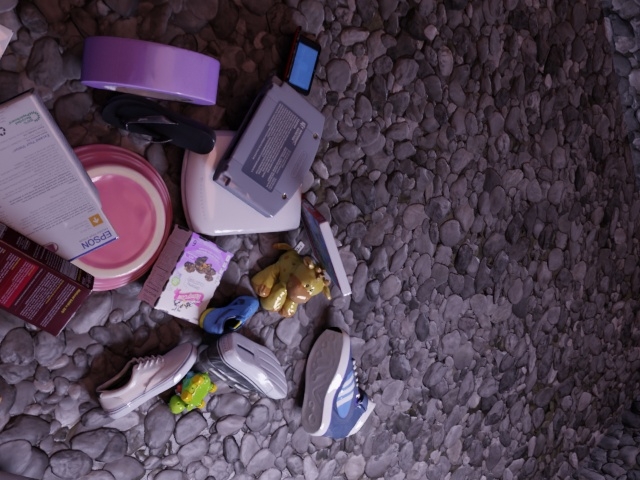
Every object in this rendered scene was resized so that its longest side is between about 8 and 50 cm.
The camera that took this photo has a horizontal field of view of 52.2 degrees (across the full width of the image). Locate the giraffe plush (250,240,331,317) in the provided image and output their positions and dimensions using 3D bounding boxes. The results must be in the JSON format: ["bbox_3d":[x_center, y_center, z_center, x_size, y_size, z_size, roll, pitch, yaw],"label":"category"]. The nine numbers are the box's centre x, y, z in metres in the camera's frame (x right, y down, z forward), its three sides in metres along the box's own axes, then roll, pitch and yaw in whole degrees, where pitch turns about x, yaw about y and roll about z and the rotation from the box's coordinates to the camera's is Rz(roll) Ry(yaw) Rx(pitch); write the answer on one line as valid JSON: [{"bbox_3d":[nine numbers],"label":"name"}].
[{"bbox_3d":[-0.055,0.108,1.726,0.181,0.170,0.210,28,83,-36],"label":"giraffe plush"}]

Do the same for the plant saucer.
[{"bbox_3d":[-0.478,-0.046,1.448,0.331,0.084,0.333,-7,103,-34],"label":"plant saucer"}]

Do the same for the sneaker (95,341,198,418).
[{"bbox_3d":[-0.413,0.317,1.563,0.258,0.094,0.091,-37,123,-23],"label":"sneaker"}]

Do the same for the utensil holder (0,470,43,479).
[{"bbox_3d":[-0.732,0.595,1.256,0.385,0.327,0.328,31,82,-37],"label":"utensil holder"}]

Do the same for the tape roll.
[{"bbox_3d":[-0.350,-0.347,1.356,0.274,0.274,0.090,4,98,-36],"label":"tape roll"}]

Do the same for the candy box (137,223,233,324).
[{"bbox_3d":[-0.320,0.085,1.567,0.165,0.070,0.196,35,79,-55],"label":"candy box"}]

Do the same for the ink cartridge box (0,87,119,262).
[{"bbox_3d":[-0.620,-0.080,1.282,0.323,0.071,0.330,-26,118,-4],"label":"ink cartridge box"}]

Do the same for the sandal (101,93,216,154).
[{"bbox_3d":[-0.355,-0.250,1.433,0.254,0.097,0.055,16,50,-7],"label":"sandal"}]

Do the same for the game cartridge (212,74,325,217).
[{"bbox_3d":[-0.111,-0.216,1.563,0.198,0.062,0.297,37,72,-35],"label":"game cartridge"}]

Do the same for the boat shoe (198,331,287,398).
[{"bbox_3d":[-0.199,0.333,1.709,0.119,0.121,0.335,-22,140,14],"label":"boat shoe"}]

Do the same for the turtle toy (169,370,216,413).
[{"bbox_3d":[-0.329,0.383,1.652,0.130,0.066,0.095,-53,147,-12],"label":"turtle toy"}]

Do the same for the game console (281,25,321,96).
[{"bbox_3d":[-0.044,-0.456,1.673,0.085,0.124,0.144,14,91,-10],"label":"game console"}]

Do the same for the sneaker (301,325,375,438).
[{"bbox_3d":[0.074,0.420,1.925,0.236,0.130,0.323,16,86,-46],"label":"sneaker"}]

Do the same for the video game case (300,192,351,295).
[{"bbox_3d":[0.000,0.000,1.679,0.025,0.285,0.204,-22,113,-8],"label":"video game case"}]

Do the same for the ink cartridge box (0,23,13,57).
[{"bbox_3d":[-0.686,-0.390,1.186,0.203,0.148,0.086,26,84,-36],"label":"ink cartridge box"}]

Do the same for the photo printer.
[{"bbox_3d":[-0.194,-0.142,1.613,0.307,0.107,0.256,-4,101,-35],"label":"photo printer"}]

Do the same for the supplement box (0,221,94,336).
[{"bbox_3d":[-0.583,0.071,1.279,0.239,0.073,0.130,36,101,-25],"label":"supplement box"}]

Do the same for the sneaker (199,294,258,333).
[{"bbox_3d":[-0.211,0.195,1.656,0.209,0.082,0.069,-16,120,-57],"label":"sneaker"}]
